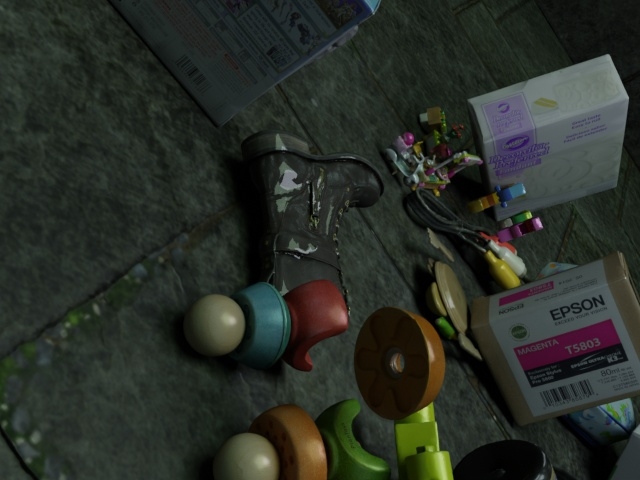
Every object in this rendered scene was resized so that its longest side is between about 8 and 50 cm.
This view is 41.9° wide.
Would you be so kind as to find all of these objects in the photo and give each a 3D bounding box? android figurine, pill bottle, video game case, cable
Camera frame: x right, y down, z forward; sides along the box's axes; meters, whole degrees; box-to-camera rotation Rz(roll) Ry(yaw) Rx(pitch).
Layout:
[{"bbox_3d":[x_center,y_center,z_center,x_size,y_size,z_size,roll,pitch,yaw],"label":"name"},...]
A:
[{"bbox_3d":[0.108,0.282,0.848,0.248,0.056,0.272,76,8,-67],"label":"android figurine"},{"bbox_3d":[0.247,0.359,1.003,0.219,0.123,0.123,65,28,-16],"label":"pill bottle"},{"bbox_3d":[-0.109,-0.301,0.939,0.269,0.244,0.061,50,32,-17],"label":"video game case"},{"bbox_3d":[0.255,-0.017,1.404,0.287,0.072,0.139,44,31,-28],"label":"cable"}]

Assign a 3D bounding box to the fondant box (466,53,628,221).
[{"bbox_3d":[0.400,-0.166,1.477,0.330,0.238,0.096,56,19,-62],"label":"fondant box"}]

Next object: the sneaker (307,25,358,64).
[{"bbox_3d":[-0.070,-0.341,1.152,0.321,0.125,0.180,-18,80,-59],"label":"sneaker"}]

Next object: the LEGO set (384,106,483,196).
[{"bbox_3d":[0.215,-0.161,1.436,0.132,0.107,0.287,56,31,-6],"label":"LEGO set"}]

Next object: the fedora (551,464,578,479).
[{"bbox_3d":[0.435,0.455,1.187,0.334,0.152,0.334,37,37,-34],"label":"fedora"}]

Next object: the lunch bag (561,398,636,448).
[{"bbox_3d":[0.473,0.241,1.490,0.176,0.090,0.219,40,36,-31],"label":"lunch bag"}]

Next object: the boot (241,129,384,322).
[{"bbox_3d":[0.000,0.000,1.019,0.263,0.091,0.229,13,59,-47],"label":"boot"}]

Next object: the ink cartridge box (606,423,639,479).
[{"bbox_3d":[0.571,0.372,1.429,0.087,0.153,0.208,30,25,29],"label":"ink cartridge box"}]

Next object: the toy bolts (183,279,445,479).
[{"bbox_3d":[-0.025,0.116,0.778,0.158,0.218,0.228,4,40,-37],"label":"toy bolts"}]

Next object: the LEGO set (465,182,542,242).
[{"bbox_3d":[0.303,-0.049,1.420,0.227,0.093,0.087,-24,92,-82],"label":"LEGO set"}]

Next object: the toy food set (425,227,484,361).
[{"bbox_3d":[0.188,0.089,1.250,0.132,0.039,0.192,39,34,-56],"label":"toy food set"}]

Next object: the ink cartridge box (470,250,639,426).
[{"bbox_3d":[0.364,0.150,1.232,0.193,0.235,0.088,61,23,-17],"label":"ink cartridge box"}]

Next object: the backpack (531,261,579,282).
[{"bbox_3d":[0.407,0.129,1.374,0.188,0.144,0.166,-48,119,-36],"label":"backpack"}]
